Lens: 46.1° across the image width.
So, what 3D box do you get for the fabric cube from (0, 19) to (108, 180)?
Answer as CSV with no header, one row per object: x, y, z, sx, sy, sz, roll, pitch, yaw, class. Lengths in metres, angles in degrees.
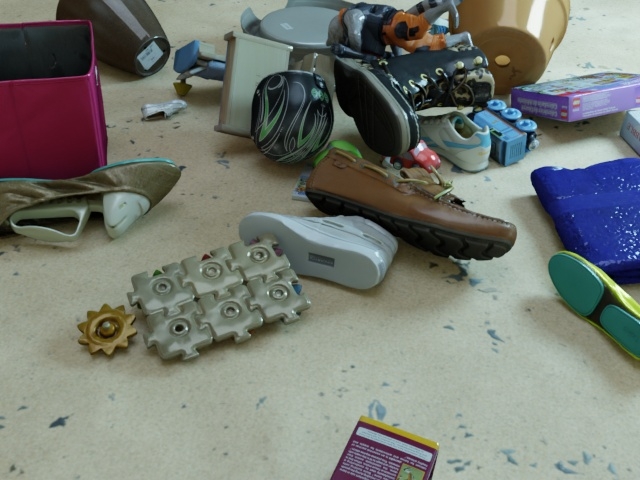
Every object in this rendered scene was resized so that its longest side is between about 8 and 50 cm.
-0.528,-0.228,1.372,0.259,0.258,0.254,-7,38,-12,fabric cube

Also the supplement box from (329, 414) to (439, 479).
0.058,0.306,0.858,0.104,0.081,0.188,16,39,16,supplement box

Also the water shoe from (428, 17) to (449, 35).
0.292,-0.567,2.028,0.072,0.080,0.203,27,19,24,water shoe

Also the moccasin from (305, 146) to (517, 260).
0.160,-0.072,1.303,0.380,0.139,0.147,20,75,32,moccasin

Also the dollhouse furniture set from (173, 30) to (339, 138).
-0.160,-0.313,1.668,0.286,0.198,0.303,7,0,-30,dollhouse furniture set

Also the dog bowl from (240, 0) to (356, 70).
-0.029,-0.510,1.902,0.348,0.102,0.349,2,37,-1,dog bowl

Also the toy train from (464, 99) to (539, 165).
0.375,-0.234,1.591,0.105,0.080,0.184,-21,44,-20,toy train

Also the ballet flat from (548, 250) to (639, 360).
0.451,0.102,1.172,0.077,0.077,0.231,3,35,-37,ballet flat

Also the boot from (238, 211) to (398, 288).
0.000,0.000,1.264,0.258,0.095,0.123,20,30,14,boot

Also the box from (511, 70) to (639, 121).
0.609,-0.329,1.699,0.293,0.057,0.201,-13,20,-20,box

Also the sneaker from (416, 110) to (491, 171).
0.255,-0.229,1.562,0.228,0.092,0.087,28,46,31,sneaker

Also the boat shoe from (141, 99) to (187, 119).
-0.338,-0.281,1.642,0.100,0.035,0.035,-11,67,-23,boat shoe

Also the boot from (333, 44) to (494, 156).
0.199,-0.283,1.452,0.284,0.138,0.377,-10,26,-11,boot

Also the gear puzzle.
-0.193,0.106,1.135,0.338,0.044,0.175,-18,55,-19,gear puzzle

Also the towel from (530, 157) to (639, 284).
0.527,-0.033,1.350,0.227,0.076,0.308,-6,38,-1,towel

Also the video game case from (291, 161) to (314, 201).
0.000,-0.110,1.456,0.087,0.011,0.122,10,38,8,video game case

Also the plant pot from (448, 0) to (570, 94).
0.438,-0.487,1.782,0.290,0.291,0.204,10,54,8,plant pot

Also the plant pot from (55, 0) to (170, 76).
-0.472,-0.497,1.795,0.230,0.215,0.215,42,50,22,plant pot

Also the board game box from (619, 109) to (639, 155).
0.842,-0.176,1.554,0.317,0.066,0.319,-3,37,-8,board game box

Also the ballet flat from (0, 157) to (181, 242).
-0.406,-0.057,1.293,0.342,0.116,0.124,-7,59,-12,ballet flat

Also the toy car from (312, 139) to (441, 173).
0.092,-0.183,1.484,0.224,0.053,0.239,-16,36,-14,toy car

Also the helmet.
-0.055,-0.233,1.468,0.169,0.169,0.162,3,79,0,helmet

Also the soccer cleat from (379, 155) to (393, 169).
0.154,-0.169,1.532,0.035,0.029,0.083,38,46,17,soccer cleat

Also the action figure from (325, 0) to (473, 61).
0.174,-0.463,1.686,0.330,0.179,0.341,6,7,22,action figure
